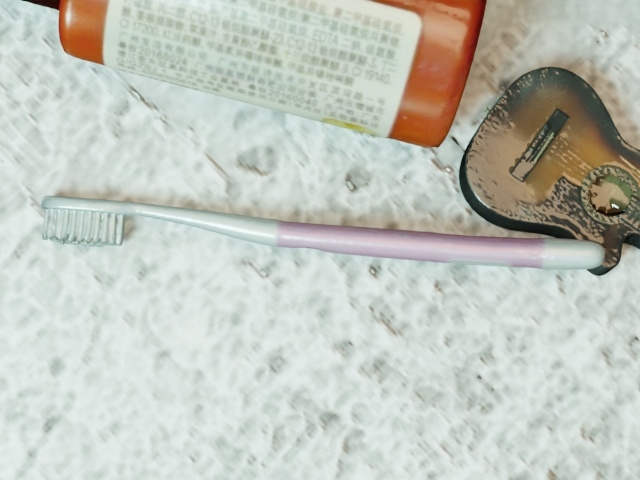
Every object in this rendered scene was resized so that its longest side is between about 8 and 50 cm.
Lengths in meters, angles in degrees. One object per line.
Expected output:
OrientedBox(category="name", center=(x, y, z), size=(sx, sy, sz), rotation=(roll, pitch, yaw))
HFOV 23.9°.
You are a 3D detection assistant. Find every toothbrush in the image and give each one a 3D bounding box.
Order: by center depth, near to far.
OrientedBox(category="toothbrush", center=(0.000, 0.000, 0.765), size=(0.286, 0.020, 0.025), rotation=(4, 85, 2))

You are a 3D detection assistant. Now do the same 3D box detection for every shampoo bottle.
OrientedBox(category="shampoo bottle", center=(-0.061, -0.129, 0.756), size=(0.278, 0.104, 0.104), rotation=(15, 76, -2))

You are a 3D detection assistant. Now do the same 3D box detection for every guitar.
OrientedBox(category="guitar", center=(0.180, 0.000, 0.788), size=(0.233, 0.025, 0.088), rotation=(36, 77, 3))
